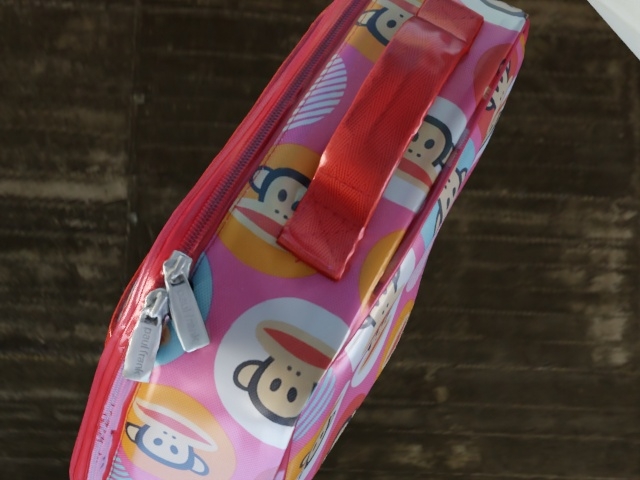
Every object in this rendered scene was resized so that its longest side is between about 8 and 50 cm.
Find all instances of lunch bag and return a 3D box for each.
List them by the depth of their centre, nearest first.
[{"bbox_3d":[0.000,0.000,0.655,0.120,0.258,0.293,29,-128,4],"label":"lunch bag"}]

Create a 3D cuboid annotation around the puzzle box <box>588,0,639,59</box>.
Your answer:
[{"bbox_3d":[0.274,-0.113,0.717,0.052,0.409,0.272,-38,-98,-2],"label":"puzzle box"}]
